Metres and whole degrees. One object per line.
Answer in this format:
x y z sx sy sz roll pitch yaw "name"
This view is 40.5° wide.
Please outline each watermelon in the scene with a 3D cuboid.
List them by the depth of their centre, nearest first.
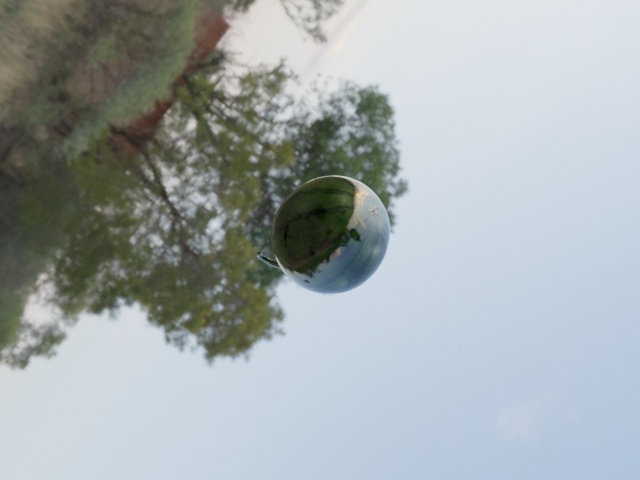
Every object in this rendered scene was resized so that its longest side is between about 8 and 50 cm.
0.007 -0.001 0.710 0.109 0.109 0.109 -46 -164 18 "watermelon"
